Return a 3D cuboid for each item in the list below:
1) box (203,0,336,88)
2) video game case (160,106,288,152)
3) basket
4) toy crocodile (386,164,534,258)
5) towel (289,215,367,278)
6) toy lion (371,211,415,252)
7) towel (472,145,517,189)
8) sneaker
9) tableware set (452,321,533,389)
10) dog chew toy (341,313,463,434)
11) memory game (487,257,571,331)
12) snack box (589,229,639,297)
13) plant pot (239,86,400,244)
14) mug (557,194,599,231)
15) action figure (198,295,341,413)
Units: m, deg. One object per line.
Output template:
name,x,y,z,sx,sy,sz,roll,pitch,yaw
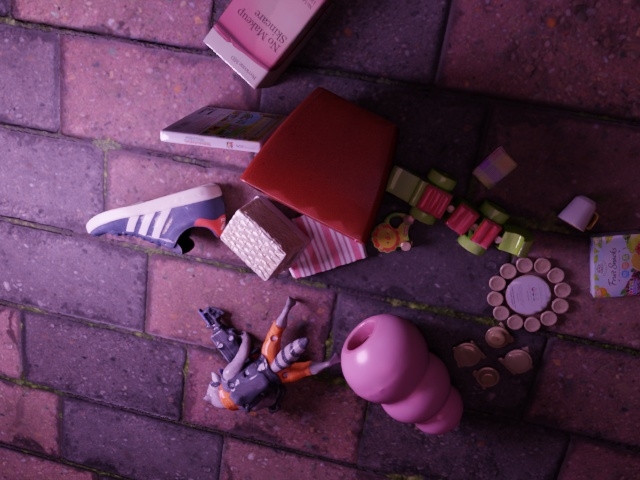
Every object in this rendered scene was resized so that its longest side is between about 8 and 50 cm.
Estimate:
box,-0.102,-0.450,1.138,0.149,0.127,0.232,42,110,-4
video game case,-0.193,-0.238,1.169,0.206,0.227,0.026,8,116,9
basket,-0.130,-0.004,1.273,0.167,0.103,0.113,42,122,7
toy crocodile,0.296,-0.059,1.195,0.341,0.105,0.115,31,110,1
towel,0.000,0.000,1.314,0.197,0.029,0.144,-17,100,15
toy lion,0.166,-0.019,1.274,0.096,0.034,0.100,9,108,16
towel,0.379,-0.157,1.199,0.060,0.009,0.083,44,110,-5
sneaker,-0.390,-0.027,1.323,0.350,0.131,0.148,-12,100,14
tableware set,0.412,0.280,1.324,0.169,0.020,0.141,-34,98,18
dog chew toy,0.206,0.326,1.292,0.206,0.206,0.332,-42,104,19
memory game,0.477,0.124,1.267,0.186,0.012,0.186,3,108,10
snack box,0.641,0.051,1.198,0.100,0.037,0.141,-5,106,14
plant pot,0.024,-0.155,1.141,0.267,0.267,0.235,27,91,2
mug,0.554,-0.060,1.178,0.062,0.078,0.064,38,104,32
action figure,-0.167,0.287,1.361,0.330,0.178,0.341,-41,98,10
